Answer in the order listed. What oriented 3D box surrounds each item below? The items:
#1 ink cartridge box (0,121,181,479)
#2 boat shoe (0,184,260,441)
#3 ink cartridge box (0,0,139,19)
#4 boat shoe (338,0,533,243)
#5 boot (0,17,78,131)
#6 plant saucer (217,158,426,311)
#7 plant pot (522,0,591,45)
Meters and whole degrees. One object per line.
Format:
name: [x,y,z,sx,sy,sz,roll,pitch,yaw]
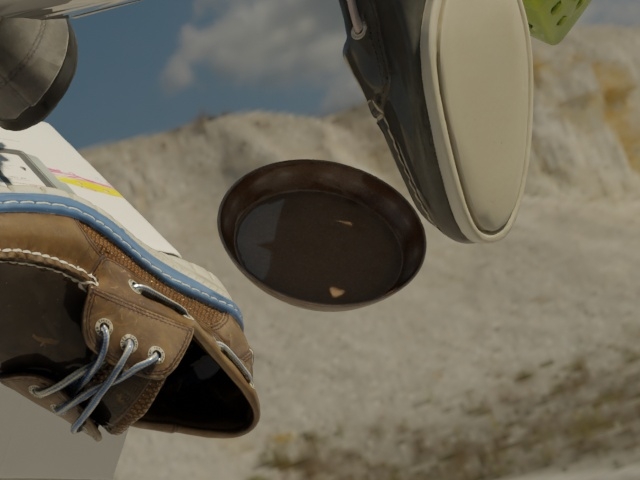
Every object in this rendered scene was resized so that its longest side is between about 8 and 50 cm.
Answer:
ink cartridge box: [-0.268,0.034,1.202,0.197,0.198,0.270,7,21,-35]
boat shoe: [-0.078,0.032,0.565,0.066,0.066,0.183,-46,-33,18]
ink cartridge box: [0.040,-0.192,0.341,0.306,0.226,0.131,-15,6,5]
boat shoe: [0.050,-0.160,0.943,0.095,0.335,0.112,-9,-1,39]
boot: [-0.193,-0.125,0.740,0.118,0.338,0.223,-32,-52,15]
plant saucer: [0.000,0.000,1.272,0.168,0.168,0.029,-16,-40,-25]
plant pot: [0.146,-0.305,1.251,0.228,0.227,0.207,-59,-8,9]
